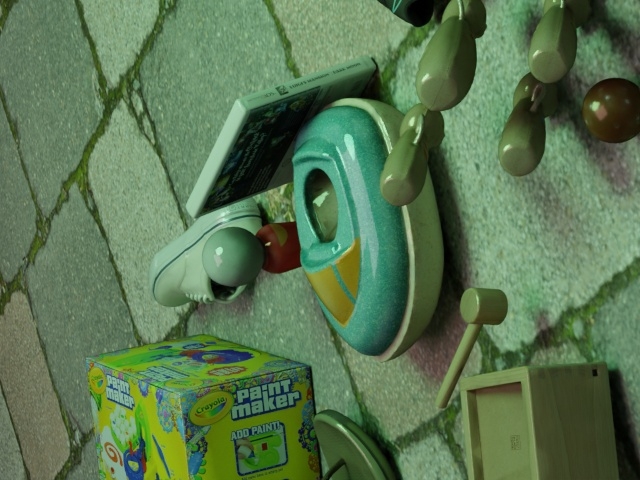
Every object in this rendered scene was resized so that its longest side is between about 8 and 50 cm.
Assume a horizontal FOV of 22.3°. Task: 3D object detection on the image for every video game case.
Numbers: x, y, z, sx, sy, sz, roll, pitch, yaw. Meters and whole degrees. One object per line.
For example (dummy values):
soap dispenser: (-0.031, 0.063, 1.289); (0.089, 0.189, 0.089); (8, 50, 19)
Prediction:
video game case: (-0.043, -0.107, 1.692); (0.022, 0.173, 0.190); (55, 144, 18)

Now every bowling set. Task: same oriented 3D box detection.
bowling set: (0.175, -0.142, 1.369); (0.154, 0.200, 0.287); (-68, -1, -52)

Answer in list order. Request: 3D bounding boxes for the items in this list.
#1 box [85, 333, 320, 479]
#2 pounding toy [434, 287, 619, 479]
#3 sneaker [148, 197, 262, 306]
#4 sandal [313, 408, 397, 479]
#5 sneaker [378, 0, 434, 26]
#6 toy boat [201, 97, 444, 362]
box: (-0.144, 0.281, 1.995); (0.290, 0.177, 0.279); (10, 108, 60)
pounding toy: (0.184, 0.143, 1.465); (0.181, 0.094, 0.206); (156, 111, -65)
sneaker: (-0.143, 0.039, 1.998); (0.258, 0.094, 0.091); (-46, 55, 55)
sandal: (0.034, 0.337, 1.789); (0.120, 0.086, 0.302); (-1, 98, 61)
sneaker: (0.118, -0.290, 1.456); (0.106, 0.101, 0.267); (52, 146, 3)
toy boat: (0.000, 0.000, 1.677); (0.318, 0.148, 0.267); (-13, 88, 61)
